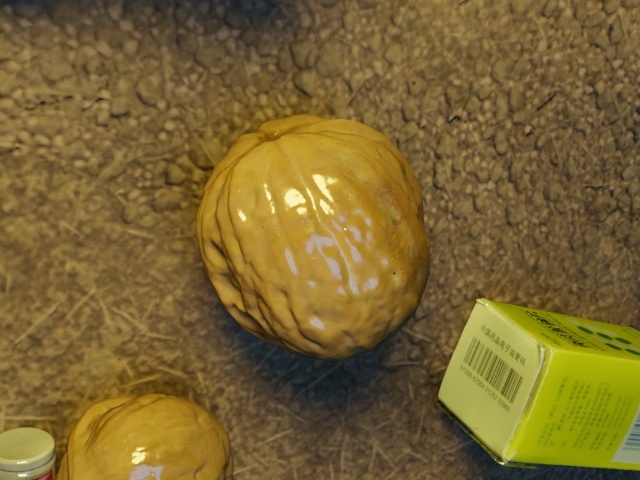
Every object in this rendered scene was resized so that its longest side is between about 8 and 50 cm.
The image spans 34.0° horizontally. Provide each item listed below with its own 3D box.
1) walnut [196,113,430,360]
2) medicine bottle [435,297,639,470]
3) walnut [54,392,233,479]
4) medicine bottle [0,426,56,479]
[{"bbox_3d":[0.000,0.000,0.888,0.213,0.213,0.213,-11,116,-23],"label":"walnut"},{"bbox_3d":[0.273,0.161,1.134,0.250,0.137,0.141,12,107,-30],"label":"medicine bottle"},{"bbox_3d":[-0.156,0.204,0.931,0.166,0.149,0.166,-26,157,-12],"label":"walnut"},{"bbox_3d":[-0.264,0.219,0.932,0.058,0.058,0.091,-7,115,-24],"label":"medicine bottle"}]
